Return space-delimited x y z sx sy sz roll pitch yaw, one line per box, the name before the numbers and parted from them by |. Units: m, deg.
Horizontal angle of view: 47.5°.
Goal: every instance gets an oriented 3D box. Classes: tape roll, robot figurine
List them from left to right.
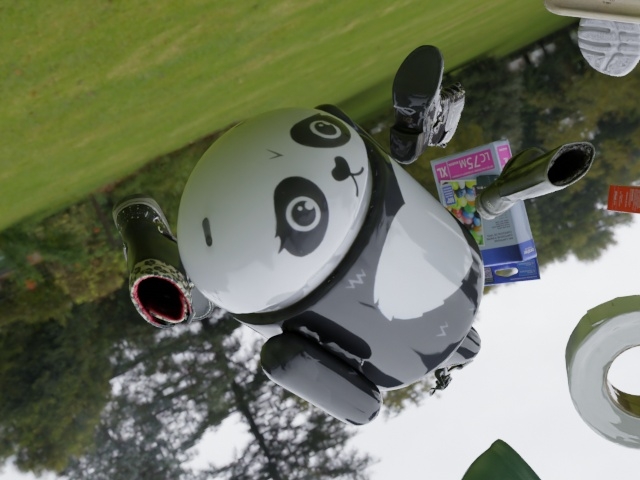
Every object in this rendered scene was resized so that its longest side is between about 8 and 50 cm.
robot figurine | 0.020 0.014 0.578 0.173 0.278 0.209 -48 -144 7
tape roll | 0.611 0.247 1.376 0.286 0.286 0.100 -23 -173 19

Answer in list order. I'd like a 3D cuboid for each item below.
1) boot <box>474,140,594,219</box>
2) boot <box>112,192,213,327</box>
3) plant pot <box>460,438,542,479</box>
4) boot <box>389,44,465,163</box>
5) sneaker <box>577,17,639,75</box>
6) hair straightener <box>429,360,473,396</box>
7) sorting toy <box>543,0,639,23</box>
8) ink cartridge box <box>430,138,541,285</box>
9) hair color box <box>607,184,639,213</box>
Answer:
boot | 0.353 -0.116 1.151 0.189 0.076 0.208 -46 179 -25
boot | -0.204 0.069 0.992 0.085 0.236 0.178 -26 -140 -1
plant pot | 0.383 0.593 1.520 0.196 0.293 0.293 -32 -175 -7
boot | 0.233 -0.290 1.493 0.091 0.262 0.229 28 -144 24
sneaker | 0.547 -0.454 1.288 0.125 0.321 0.180 24 -114 32
hair straightener | 0.276 0.278 1.523 0.047 0.088 0.230 16 -163 21
sorting toy | 0.445 -0.407 0.968 0.308 0.228 0.041 -3 -157 -26
ink cartridge box | 0.359 -0.049 1.590 0.065 0.310 0.186 -19 -176 -37
hair color box | 0.623 -0.070 1.320 0.093 0.053 0.167 -1 -173 -37
